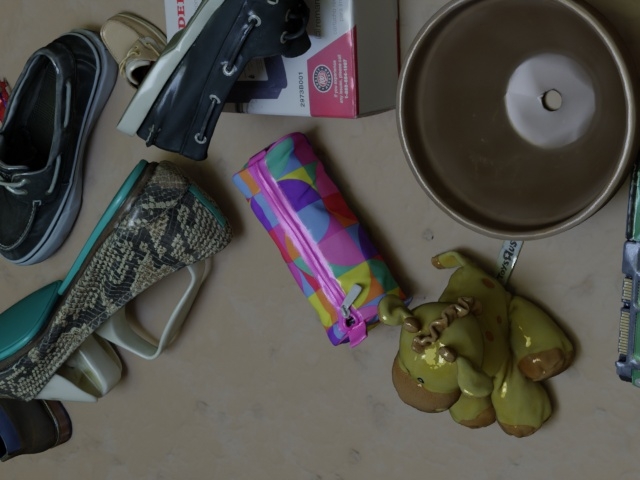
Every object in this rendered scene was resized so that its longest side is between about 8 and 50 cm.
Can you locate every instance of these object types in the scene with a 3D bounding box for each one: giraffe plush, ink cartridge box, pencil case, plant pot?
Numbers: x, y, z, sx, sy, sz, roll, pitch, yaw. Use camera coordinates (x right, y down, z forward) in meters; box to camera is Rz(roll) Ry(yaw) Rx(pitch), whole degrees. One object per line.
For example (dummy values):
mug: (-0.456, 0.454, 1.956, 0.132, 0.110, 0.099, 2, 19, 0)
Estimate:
giraffe plush: (0.139, 0.109, 1.269, 0.181, 0.170, 0.210, 10, 108, 31)
ink cartridge box: (-0.043, -0.221, 1.342, 0.237, 0.100, 0.172, 6, 106, 32)
pencil case: (0.000, 0.000, 1.377, 0.104, 0.104, 0.236, -38, 80, 35)
plant pot: (0.198, -0.125, 1.204, 0.237, 0.110, 0.237, 9, 108, 30)

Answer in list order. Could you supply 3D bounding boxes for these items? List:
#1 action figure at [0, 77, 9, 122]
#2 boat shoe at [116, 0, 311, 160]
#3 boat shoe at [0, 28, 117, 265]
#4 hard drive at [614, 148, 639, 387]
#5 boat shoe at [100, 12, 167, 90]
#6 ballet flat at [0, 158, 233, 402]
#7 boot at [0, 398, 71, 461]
action figure: (-0.418, -0.187, 1.642, 0.115, 0.030, 0.038, 49, 129, 6)
boat shoe: (-0.066, -0.205, 1.236, 0.113, 0.127, 0.340, 34, 114, -13)
boat shoe: (-0.358, -0.108, 1.568, 0.121, 0.119, 0.335, 34, 119, 22)
hard drive: (0.436, 0.046, 1.123, 0.339, 0.064, 0.237, 9, 108, 30)
boat shoe: (-0.199, -0.200, 1.475, 0.170, 0.059, 0.063, 43, 122, 16)
ballet flat: (-0.277, 0.095, 1.565, 0.182, 0.164, 0.483, 40, 123, -14)
boot: (-0.436, 0.198, 1.712, 0.219, 0.106, 0.082, 47, 123, 14)
